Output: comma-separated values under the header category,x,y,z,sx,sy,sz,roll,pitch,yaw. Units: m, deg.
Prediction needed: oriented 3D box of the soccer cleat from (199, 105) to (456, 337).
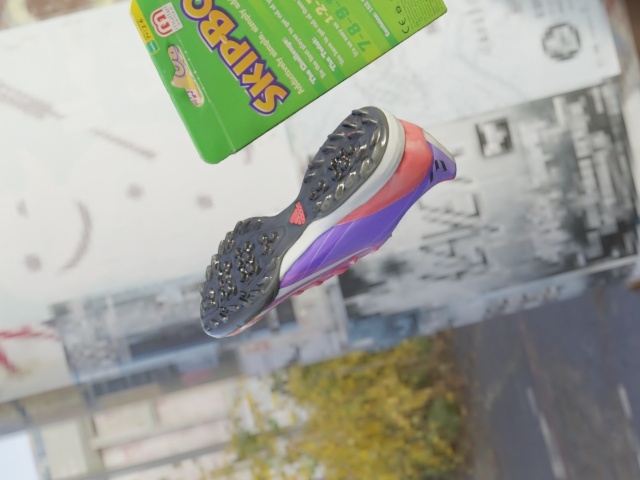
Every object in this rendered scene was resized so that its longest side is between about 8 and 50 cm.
category,x,y,z,sx,sy,sz,roll,pitch,yaw
soccer cleat,0.000,0.000,1.548,0.116,0.318,0.108,21,-143,-35

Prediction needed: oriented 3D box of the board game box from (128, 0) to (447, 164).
category,x,y,z,sx,sy,sz,roll,pitch,yaw
board game box,-0.022,-0.160,1.094,0.039,0.259,0.124,-9,112,48
